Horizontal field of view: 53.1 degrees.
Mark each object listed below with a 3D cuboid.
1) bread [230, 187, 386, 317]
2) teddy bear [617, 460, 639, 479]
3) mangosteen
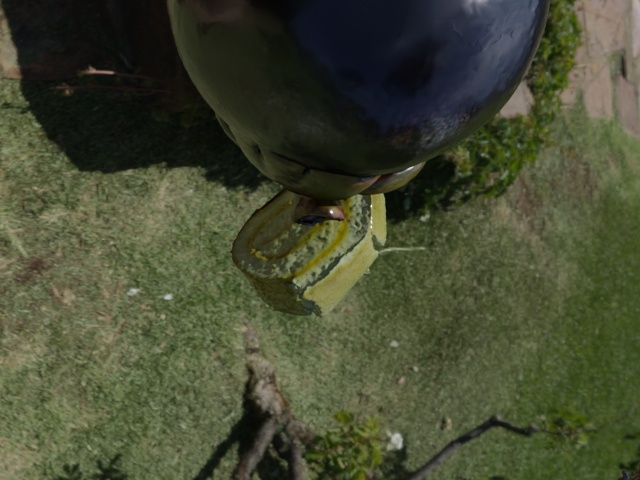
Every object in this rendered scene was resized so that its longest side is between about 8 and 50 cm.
[{"bbox_3d":[0.000,0.000,0.979,0.257,0.186,0.124,-42,145,-4],"label":"bread"},{"bbox_3d":[0.315,0.132,0.311,0.246,0.296,0.223,-4,110,-50],"label":"teddy bear"},{"bbox_3d":[0.038,-0.214,0.668,0.382,0.381,0.435,-52,153,-30],"label":"mangosteen"}]
